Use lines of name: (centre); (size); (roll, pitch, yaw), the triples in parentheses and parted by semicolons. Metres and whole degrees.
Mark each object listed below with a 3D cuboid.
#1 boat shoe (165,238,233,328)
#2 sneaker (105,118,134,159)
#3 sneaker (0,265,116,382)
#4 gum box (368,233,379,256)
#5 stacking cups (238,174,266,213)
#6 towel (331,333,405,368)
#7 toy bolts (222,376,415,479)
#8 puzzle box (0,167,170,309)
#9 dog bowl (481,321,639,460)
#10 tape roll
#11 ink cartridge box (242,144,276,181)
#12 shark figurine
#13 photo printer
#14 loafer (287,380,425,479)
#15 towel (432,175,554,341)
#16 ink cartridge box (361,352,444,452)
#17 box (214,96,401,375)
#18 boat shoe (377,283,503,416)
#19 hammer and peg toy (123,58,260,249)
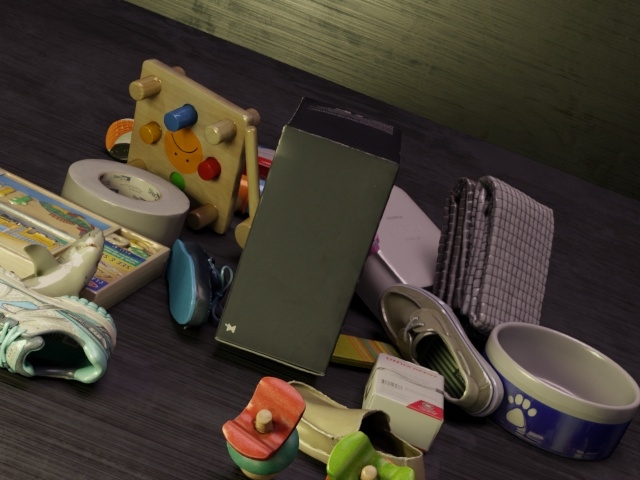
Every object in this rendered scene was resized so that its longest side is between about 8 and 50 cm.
boat shoe: (-0.183, 0.060, 1.887); (0.089, 0.109, 0.258); (19, 21, -17)
sneaker: (-0.289, -0.207, 2.410); (0.262, 0.099, 0.121); (3, 4, 21)
sneaker: (-0.394, 0.109, 1.531); (0.283, 0.110, 0.122); (15, 24, -18)
gum box: (0.000, 0.000, 2.073); (0.107, 0.188, 0.062); (61, 11, -19)
stacking cups: (-0.107, -0.086, 2.367); (0.316, 0.096, 0.096); (21, 19, -3)
towel: (0.023, 0.173, 1.929); (0.237, 0.021, 0.102); (13, 15, -21)
toy bolts: (-0.032, 0.300, 1.431); (0.228, 0.158, 0.218); (38, 64, 17)
puzzle box: (-0.468, -0.018, 1.874); (0.408, 0.052, 0.272); (25, 20, 9)
dog bowl: (0.384, 0.244, 1.982); (0.264, 0.104, 0.265); (19, 19, -7)
tape roll: (-0.341, -0.064, 2.100); (0.219, 0.072, 0.219); (18, 19, -6)
ink cartridge box: (-0.112, -0.137, 2.480); (0.134, 0.078, 0.231); (19, 11, -7)
shark figurine: (-0.428, 0.061, 1.643); (0.278, 0.166, 0.116); (4, -8, -43)
photo printer: (0.120, 0.006, 2.229); (0.256, 0.107, 0.307); (-6, 49, -49)
loafer: (0.044, 0.258, 1.606); (0.268, 0.092, 0.102); (33, 22, 31)
towel: (0.307, 0.048, 2.149); (0.121, 0.284, 0.235); (0, -16, 38)
ink cartridge box: (0.122, 0.237, 1.786); (0.109, 0.063, 0.150); (21, 19, -1)
box: (-0.011, -0.017, 1.862); (0.179, 0.343, 0.312); (19, 16, 0)
boat shoe: (0.181, 0.163, 1.947); (0.094, 0.109, 0.302); (28, 13, -48)
hammer and peg toy: (-0.200, -0.152, 2.190); (0.361, 0.266, 0.127); (31, 36, 24)
